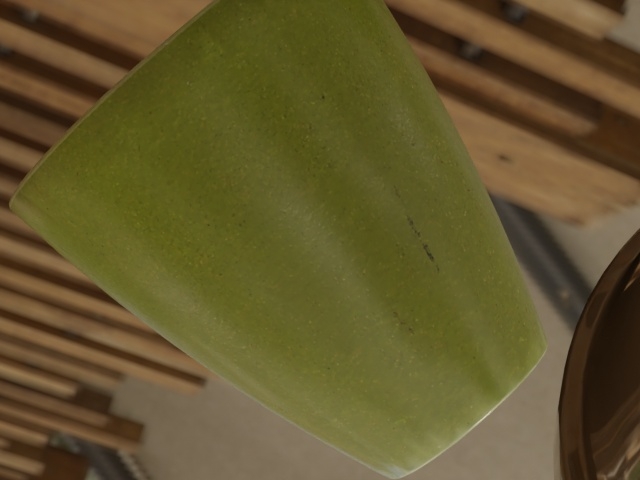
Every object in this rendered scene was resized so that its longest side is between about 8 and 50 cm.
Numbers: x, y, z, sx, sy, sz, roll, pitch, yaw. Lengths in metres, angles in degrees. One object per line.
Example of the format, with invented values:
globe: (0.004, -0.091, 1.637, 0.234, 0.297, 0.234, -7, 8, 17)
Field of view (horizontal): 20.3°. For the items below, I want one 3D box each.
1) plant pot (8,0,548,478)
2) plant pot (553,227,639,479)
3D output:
plant pot: (0.000, 0.000, 1.144, 0.275, 0.293, 0.275, -41, -179, 1)
plant pot: (0.263, 0.058, 0.773, 0.280, 0.323, 0.323, 74, 25, -64)
